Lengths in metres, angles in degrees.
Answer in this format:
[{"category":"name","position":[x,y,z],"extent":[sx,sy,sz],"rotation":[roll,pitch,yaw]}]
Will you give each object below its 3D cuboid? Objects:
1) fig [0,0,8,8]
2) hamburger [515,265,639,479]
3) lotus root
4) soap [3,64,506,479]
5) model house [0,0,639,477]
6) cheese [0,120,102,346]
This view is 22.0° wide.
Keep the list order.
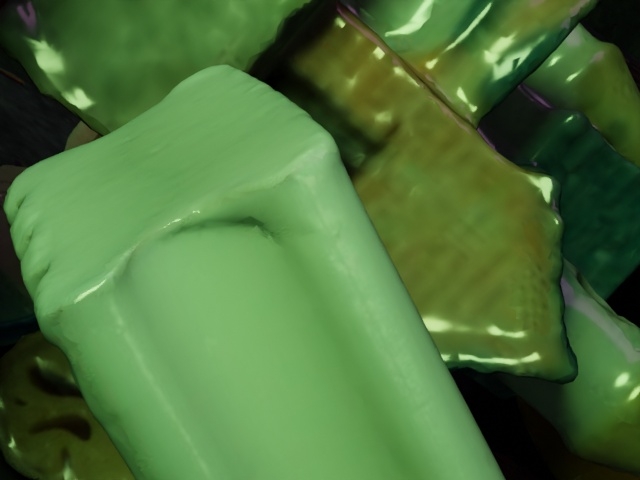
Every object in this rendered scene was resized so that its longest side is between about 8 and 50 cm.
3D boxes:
[{"category":"fig","position":[-0.157,-0.192,1.008],"extent":[0.202,0.149,0.148],"rotation":[-5,61,-49]},{"category":"hamburger","position":[0.253,0.059,0.992],"extent":[0.276,0.294,0.179],"rotation":[27,34,17]},{"category":"lotus root","position":[-0.045,0.065,0.659],"extent":[0.159,0.095,0.135],"rotation":[22,4,1]},{"category":"soap","position":[0.009,0.090,0.495],"extent":[0.265,0.087,0.160],"rotation":[63,-7,-18]},{"category":"model house","position":[0.072,-0.039,0.665],"extent":[0.325,0.194,0.267],"rotation":[44,6,0]},{"category":"cheese","position":[-0.069,-0.007,0.791],"extent":[0.286,0.074,0.189],"rotation":[-12,54,-42]}]
